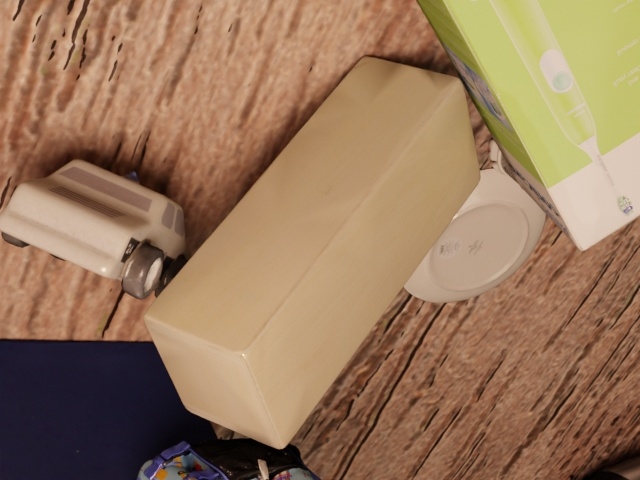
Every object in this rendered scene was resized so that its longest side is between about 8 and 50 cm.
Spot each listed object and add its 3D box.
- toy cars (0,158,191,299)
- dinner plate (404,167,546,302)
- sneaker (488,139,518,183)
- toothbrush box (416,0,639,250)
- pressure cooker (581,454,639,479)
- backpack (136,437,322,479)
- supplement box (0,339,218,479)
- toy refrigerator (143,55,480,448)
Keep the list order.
[{"bbox_3d":[-0.207,-0.050,0.857,0.393,0.176,0.087,25,86,-40],"label":"toy cars"},{"bbox_3d":[0.129,0.001,1.167,0.141,0.017,0.141,-13,131,-16],"label":"dinner plate"},{"bbox_3d":[0.181,-0.105,1.061,0.063,0.075,0.170,-3,128,-26],"label":"sneaker"},{"bbox_3d":[0.181,-0.171,0.925,0.206,0.122,0.283,-34,117,2],"label":"toothbrush box"},{"bbox_3d":[0.490,0.339,1.405,0.420,0.376,0.370,-18,153,-13],"label":"pressure cooker"},{"bbox_3d":[-0.041,0.218,0.885,0.116,0.173,0.158,3,101,-30],"label":"backpack"},{"bbox_3d":[-0.220,0.272,1.086,0.194,0.195,0.357,3,126,-29],"label":"supplement box"},{"bbox_3d":[0.000,0.000,0.959,0.269,0.094,0.102,-52,144,-30],"label":"toy refrigerator"}]
